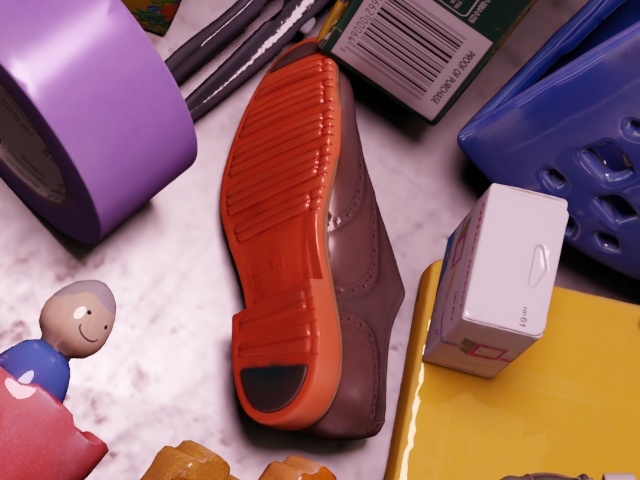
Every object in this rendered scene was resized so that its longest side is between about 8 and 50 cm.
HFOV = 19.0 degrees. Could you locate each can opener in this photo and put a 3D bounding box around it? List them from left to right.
[{"bbox_3d":[-0.044,-0.141,1.262,0.059,0.073,0.186,41,81,-2],"label":"can opener"}]

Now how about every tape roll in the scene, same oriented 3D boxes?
[{"bbox_3d":[-0.165,-0.095,1.155,0.080,0.189,0.189,-40,87,-19],"label":"tape roll"}]

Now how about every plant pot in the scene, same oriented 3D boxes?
[{"bbox_3d":[0.269,-0.085,1.212,0.212,0.236,0.236,49,55,-5],"label":"plant pot"}]

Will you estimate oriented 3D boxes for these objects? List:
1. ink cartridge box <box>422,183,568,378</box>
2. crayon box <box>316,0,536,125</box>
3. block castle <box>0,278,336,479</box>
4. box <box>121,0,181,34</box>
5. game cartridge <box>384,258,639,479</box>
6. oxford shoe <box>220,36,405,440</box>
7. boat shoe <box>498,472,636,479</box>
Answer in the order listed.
[{"bbox_3d":[0.106,0.027,1.175,0.052,0.122,0.088,15,73,-6],"label":"ink cartridge box"},{"bbox_3d":[0.163,-0.283,1.156,0.106,0.363,0.313,35,60,-2],"label":"crayon box"},{"bbox_3d":[-0.104,0.180,0.952,0.213,0.303,0.453,-51,126,-12],"label":"block castle"},{"bbox_3d":[-0.116,-0.327,1.178,0.177,0.279,0.290,19,73,-7],"label":"box"},{"bbox_3d":[0.198,0.183,1.242,0.323,0.053,0.285,13,73,-6],"label":"game cartridge"},{"bbox_3d":[0.000,0.000,1.236,0.098,0.097,0.271,23,60,-42],"label":"oxford shoe"},{"bbox_3d":[0.132,0.265,1.095,0.091,0.109,0.305,5,49,6],"label":"boat shoe"}]
